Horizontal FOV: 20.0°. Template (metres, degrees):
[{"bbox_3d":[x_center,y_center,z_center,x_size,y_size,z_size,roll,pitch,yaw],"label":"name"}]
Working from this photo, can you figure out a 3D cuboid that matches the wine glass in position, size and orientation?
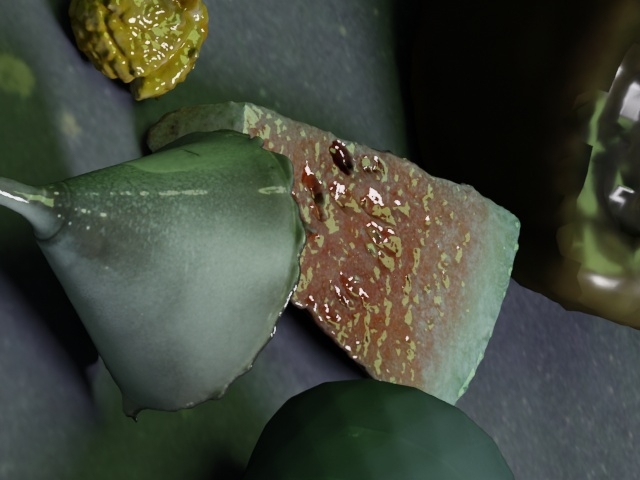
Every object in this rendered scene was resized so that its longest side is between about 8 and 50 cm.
[{"bbox_3d":[-0.137,-0.018,0.828,0.232,0.156,0.156,23,52,-42],"label":"wine glass"}]

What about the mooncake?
[{"bbox_3d":[0.272,-0.142,1.232,0.246,0.394,0.393,17,60,-50],"label":"mooncake"}]

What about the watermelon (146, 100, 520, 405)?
[{"bbox_3d":[0.000,0.000,1.067,0.241,0.094,0.154,38,52,-33],"label":"watermelon"}]

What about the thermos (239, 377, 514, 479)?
[{"bbox_3d":[-0.018,0.197,0.864,0.182,0.145,0.286,27,41,2],"label":"thermos"}]

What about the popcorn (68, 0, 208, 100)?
[{"bbox_3d":[-0.090,-0.127,1.013,0.084,0.084,0.084,32,46,-40],"label":"popcorn"}]
